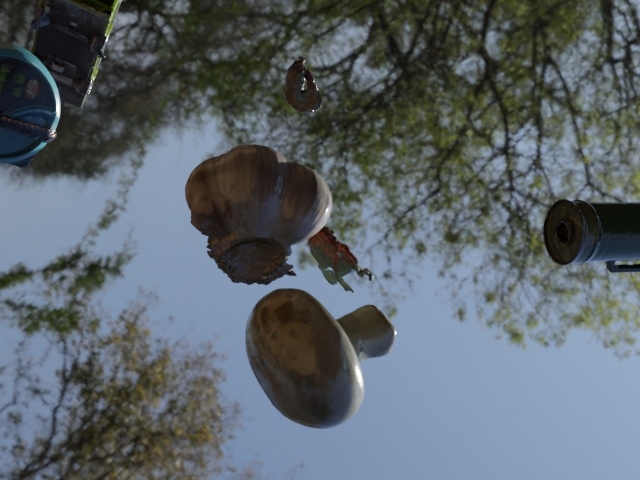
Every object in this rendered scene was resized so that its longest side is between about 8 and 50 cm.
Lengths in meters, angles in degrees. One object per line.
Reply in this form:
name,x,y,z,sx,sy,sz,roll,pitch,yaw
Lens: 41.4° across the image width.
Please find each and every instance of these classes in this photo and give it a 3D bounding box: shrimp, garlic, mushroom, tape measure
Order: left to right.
tape measure,-0.348,-0.149,0.908,0.081,0.146,0.125,39,-71,56
garlic,-0.084,-0.027,1.268,0.207,0.207,0.256,-28,164,7
shrimp,-0.042,-0.376,2.046,0.101,0.190,0.042,16,-121,9
mushroom,0.005,0.171,1.343,0.243,0.243,0.243,-25,-154,13

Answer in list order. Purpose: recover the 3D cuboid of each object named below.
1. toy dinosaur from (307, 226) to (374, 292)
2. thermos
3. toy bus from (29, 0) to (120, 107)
toy dinosaur,0.000,0.000,1.381,0.053,0.167,0.242,-36,-122,-8
thermos,0.354,-0.005,0.963,0.187,0.083,0.073,-1,177,-18
toy bus,-0.355,-0.311,1.235,0.301,0.113,0.139,-34,-144,62
